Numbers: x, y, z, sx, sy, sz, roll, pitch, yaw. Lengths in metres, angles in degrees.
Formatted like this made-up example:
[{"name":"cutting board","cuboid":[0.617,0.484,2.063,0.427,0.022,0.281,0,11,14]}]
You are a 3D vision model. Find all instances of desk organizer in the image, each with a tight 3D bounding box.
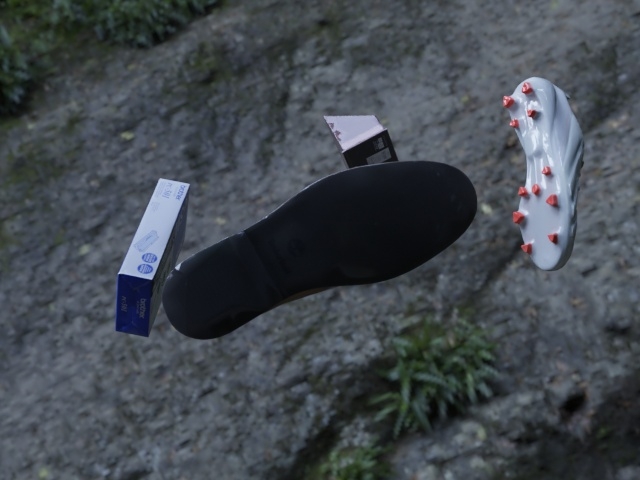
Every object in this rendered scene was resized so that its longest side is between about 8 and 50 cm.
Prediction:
[{"name":"desk organizer","cuboid":[0.047,-0.078,1.056,0.047,0.050,0.130,-28,-32,0]}]

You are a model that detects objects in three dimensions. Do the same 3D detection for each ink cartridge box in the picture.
[{"name":"ink cartridge box","cuboid":[-0.213,0.018,1.400,0.046,0.097,0.207,11,38,0]}]

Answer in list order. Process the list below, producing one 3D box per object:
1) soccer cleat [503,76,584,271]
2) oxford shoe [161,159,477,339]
[{"name":"soccer cleat","cuboid":[0.226,-0.065,1.048,0.076,0.196,0.068,8,-21,-32]},{"name":"oxford shoe","cuboid":[0.000,0.000,0.724,0.212,0.076,0.076,-20,1,7]}]
